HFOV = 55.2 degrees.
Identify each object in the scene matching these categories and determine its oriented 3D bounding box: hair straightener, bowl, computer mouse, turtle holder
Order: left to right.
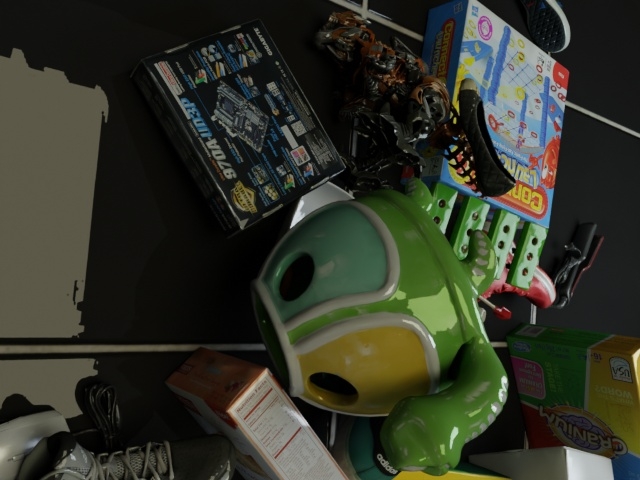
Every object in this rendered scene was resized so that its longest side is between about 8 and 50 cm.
[{"bbox_3d":[-0.289,0.211,0.616,0.192,0.042,0.106,-6,94,-38],"label":"computer mouse"},{"bbox_3d":[0.000,0.000,0.838,0.142,0.053,0.142,32,71,-35],"label":"bowl"},{"bbox_3d":[0.060,0.101,0.680,0.227,0.243,0.320,-17,67,-16],"label":"turtle holder"},{"bbox_3d":[0.506,0.045,1.252,0.230,0.047,0.089,-50,118,-22],"label":"hair straightener"}]

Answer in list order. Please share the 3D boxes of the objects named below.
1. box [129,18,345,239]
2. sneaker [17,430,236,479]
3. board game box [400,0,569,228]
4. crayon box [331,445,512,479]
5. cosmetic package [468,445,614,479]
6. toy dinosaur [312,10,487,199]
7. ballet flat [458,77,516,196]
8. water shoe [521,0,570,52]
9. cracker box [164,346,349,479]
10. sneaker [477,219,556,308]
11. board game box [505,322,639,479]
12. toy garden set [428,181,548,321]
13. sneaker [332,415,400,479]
[{"bbox_3d":[-0.092,-0.138,0.735,0.175,0.051,0.220,-34,96,-33],"label":"box"},{"bbox_3d":[-0.198,0.226,0.593,0.228,0.086,0.132,-22,124,-18],"label":"sneaker"},{"bbox_3d":[0.292,-0.201,1.048,0.308,0.086,0.302,16,80,-37],"label":"board game box"},{"bbox_3d":[0.122,0.508,0.900,0.313,0.106,0.363,21,77,-33],"label":"crayon box"},{"bbox_3d":[0.362,0.530,0.970,0.155,0.197,0.366,23,59,-32],"label":"cosmetic package"},{"bbox_3d":[0.117,-0.178,0.846,0.321,0.164,0.218,30,58,10],"label":"toy dinosaur"},{"bbox_3d":[0.227,-0.143,0.837,0.057,0.049,0.173,-1,75,-53],"label":"ballet flat"},{"bbox_3d":[0.428,-0.458,1.165,0.203,0.073,0.080,51,59,-27],"label":"water shoe"},{"bbox_3d":[-0.066,0.239,0.721,0.067,0.155,0.232,-44,115,-28],"label":"cracker box"},{"bbox_3d":[0.317,0.078,1.084,0.221,0.087,0.128,43,73,-17],"label":"sneaker"},{"bbox_3d":[0.481,0.316,1.100,0.064,0.242,0.317,-23,104,-35],"label":"board game box"},{"bbox_3d":[0.232,0.040,0.975,0.244,0.049,0.204,19,89,-27],"label":"toy garden set"},{"bbox_3d":[0.120,0.200,0.831,0.108,0.121,0.302,45,36,-11],"label":"sneaker"}]
